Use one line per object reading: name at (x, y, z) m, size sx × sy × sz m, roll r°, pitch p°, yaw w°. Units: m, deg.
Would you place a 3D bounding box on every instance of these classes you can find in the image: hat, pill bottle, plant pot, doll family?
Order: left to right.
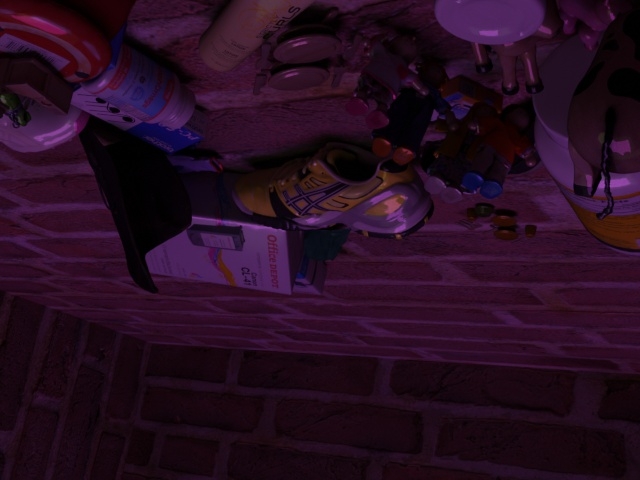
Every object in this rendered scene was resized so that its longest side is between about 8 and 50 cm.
plant pot at (-0.297, -0.281, 0.977) m, size 0.191 × 0.174 × 0.191 m, roll 7°, pitch 162°, yaw 2°
pill bottle at (-0.262, -0.224, 1.291) m, size 0.087 × 0.087 × 0.160 m, roll -5°, pitch 158°, yaw 41°
hat at (-0.304, -0.079, 1.537) m, size 0.134 × 0.331 × 0.331 m, roll -22°, pitch 172°, yaw -18°
doll family at (0.145, -0.153, 1.122) m, size 0.263 × 0.163 × 0.118 m, roll 32°, pitch 150°, yaw -3°
pill bottle at (0.154, -0.265, 0.765) m, size 0.094 × 0.169 × 0.094 m, roll 9°, pitch 163°, yaw 3°
pill bottle at (0.377, -0.117, 1.101) m, size 0.188 × 0.187 × 0.334 m, roll 0°, pitch 161°, yaw 30°

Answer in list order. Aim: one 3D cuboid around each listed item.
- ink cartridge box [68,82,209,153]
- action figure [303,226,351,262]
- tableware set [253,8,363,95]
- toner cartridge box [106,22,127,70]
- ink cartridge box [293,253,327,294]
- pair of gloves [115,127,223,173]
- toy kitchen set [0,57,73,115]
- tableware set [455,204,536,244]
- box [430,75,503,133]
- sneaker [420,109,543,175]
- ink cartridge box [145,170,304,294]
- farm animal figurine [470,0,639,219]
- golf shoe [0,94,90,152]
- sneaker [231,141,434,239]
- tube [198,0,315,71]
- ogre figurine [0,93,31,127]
ink cartridge box at (-0.288, -0.209, 1.399) m, size 0.207 × 0.046 × 0.097 m, roll 26°, pitch 151°, yaw -37°
action figure at (0.000, 0.000, 1.931) m, size 0.137 × 0.063 × 0.232 m, roll 7°, pitch 160°, yaw 3°
tableware set at (-0.026, -0.244, 1.164) m, size 0.128 × 0.039 × 0.194 m, roll -7°, pitch 172°, yaw -9°
toner cartridge box at (-0.436, -0.311, 1.122) m, size 0.165 × 0.075 × 0.348 m, roll -7°, pitch 156°, yaw 42°
ink cartridge box at (-0.079, 0.066, 2.171) m, size 0.140 × 0.082 × 0.190 m, roll 4°, pitch 161°, yaw 19°
pair of gloves at (-0.271, -0.169, 1.592) m, size 0.159 × 0.023 × 0.198 m, roll 6°, pitch 159°, yaw 18°
toy kitchen set at (-0.338, -0.154, 0.988) m, size 0.083 × 0.068 × 0.075 m, roll 1°, pitch 161°, yaw 24°
tableware set at (0.344, -0.034, 1.695) m, size 0.154 × 0.024 × 0.104 m, roll 18°, pitch 159°, yaw -22°
box at (0.183, -0.188, 1.260) m, size 0.081 × 0.028 × 0.136 m, roll 18°, pitch 160°, yaw -28°
sneaker at (0.237, -0.128, 1.277) m, size 0.118 × 0.083 × 0.222 m, roll -5°, pitch 170°, yaw -21°
ink cartridge box at (-0.195, -0.023, 1.750) m, size 0.306 × 0.131 × 0.226 m, roll 9°, pitch 143°, yaw 9°
farm animal figurine at (0.275, -0.181, 0.807) m, size 0.330 × 0.326 × 0.172 m, roll -3°, pitch 142°, yaw 20°
golf shoe at (-0.521, -0.217, 1.430) m, size 0.306 × 0.115 × 0.140 m, roll 3°, pitch 159°, yaw 20°
sneaker at (0.008, -0.105, 1.519) m, size 0.385 × 0.145 × 0.147 m, roll 3°, pitch 132°, yaw 31°
tube at (-0.075, -0.276, 1.066) m, size 0.070 × 0.062 × 0.240 m, roll -28°, pitch -178°, yaw -35°
ogre figurine at (-0.526, -0.256, 1.326) m, size 0.197 × 0.097 × 0.118 m, roll 53°, pitch 157°, yaw 13°
